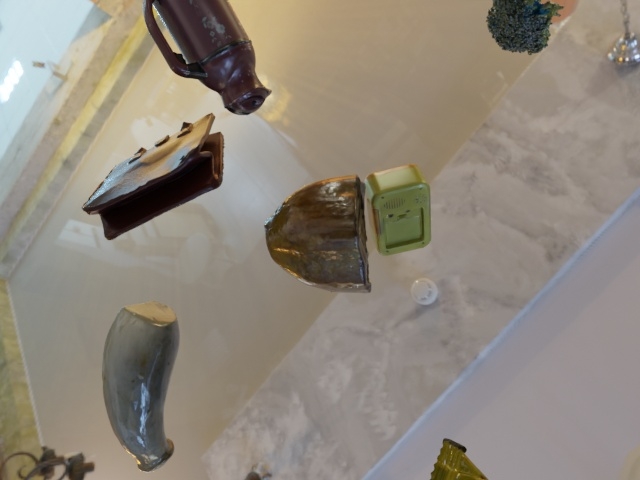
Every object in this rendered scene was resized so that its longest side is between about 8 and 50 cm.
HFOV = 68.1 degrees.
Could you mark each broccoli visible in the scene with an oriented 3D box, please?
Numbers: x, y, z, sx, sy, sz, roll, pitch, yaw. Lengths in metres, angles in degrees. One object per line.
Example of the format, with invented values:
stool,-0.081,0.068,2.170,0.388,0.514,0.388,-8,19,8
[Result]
broccoli,0.429,-0.477,0.990,0.154,0.167,0.160,-124,-121,-81

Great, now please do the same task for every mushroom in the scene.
mushroom,-0.283,0.236,0.743,0.103,0.118,0.270,3,-90,30

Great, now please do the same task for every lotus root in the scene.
lotus root,0.000,-0.001,0.843,0.180,0.199,0.188,-8,-143,11

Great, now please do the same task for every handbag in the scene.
handbag,-0.313,-0.135,0.933,0.260,0.084,0.275,-26,-149,8

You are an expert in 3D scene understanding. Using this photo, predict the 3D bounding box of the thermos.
thermos,-0.194,-0.347,0.738,0.110,0.136,0.330,-24,-74,21

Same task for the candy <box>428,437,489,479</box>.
candy,0.315,0.479,0.783,0.297,0.081,0.187,21,-133,23

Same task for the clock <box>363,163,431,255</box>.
clock,0.184,-0.069,1.120,0.143,0.202,0.096,-11,-137,1
